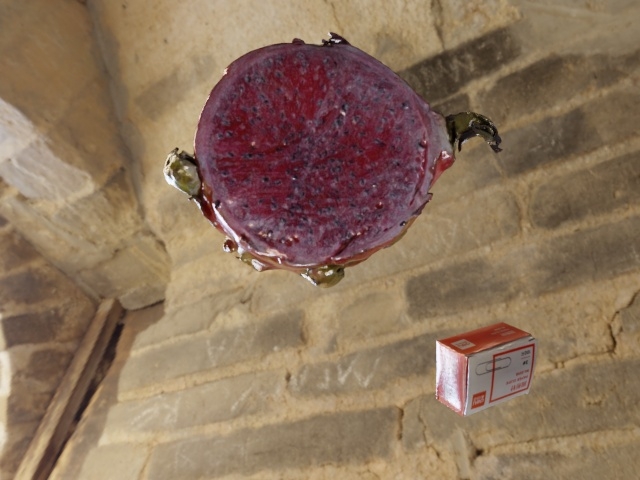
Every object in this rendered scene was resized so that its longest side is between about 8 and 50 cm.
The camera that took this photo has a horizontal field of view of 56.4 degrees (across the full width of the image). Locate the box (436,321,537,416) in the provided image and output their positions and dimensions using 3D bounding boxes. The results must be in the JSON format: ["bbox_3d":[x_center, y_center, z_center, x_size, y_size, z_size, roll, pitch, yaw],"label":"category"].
[{"bbox_3d":[0.321,0.247,1.160,0.182,0.133,0.099,-8,-163,-28],"label":"box"}]

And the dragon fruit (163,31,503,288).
[{"bbox_3d":[0.007,-0.064,0.547,0.282,0.211,0.147,-8,176,-7],"label":"dragon fruit"}]
